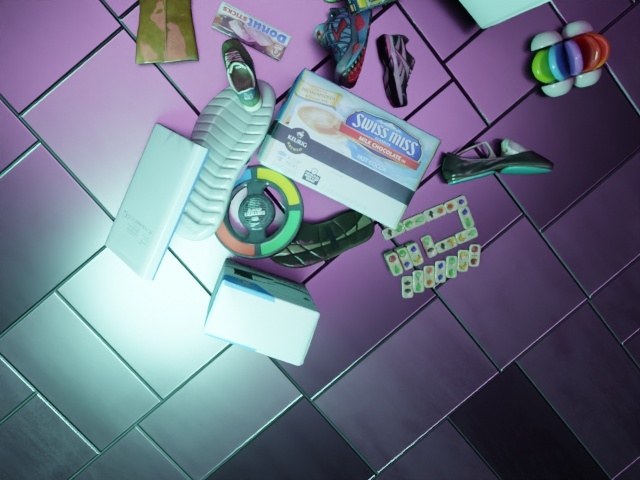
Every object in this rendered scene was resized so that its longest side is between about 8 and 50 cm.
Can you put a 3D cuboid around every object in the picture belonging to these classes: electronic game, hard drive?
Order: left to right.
[{"bbox_3d":[-0.380,-0.094,1.528,0.040,0.210,0.319,18,99,-46],"label":"hard drive"},{"bbox_3d":[-0.153,-0.068,1.592,0.229,0.048,0.229,-1,79,7],"label":"electronic game"}]

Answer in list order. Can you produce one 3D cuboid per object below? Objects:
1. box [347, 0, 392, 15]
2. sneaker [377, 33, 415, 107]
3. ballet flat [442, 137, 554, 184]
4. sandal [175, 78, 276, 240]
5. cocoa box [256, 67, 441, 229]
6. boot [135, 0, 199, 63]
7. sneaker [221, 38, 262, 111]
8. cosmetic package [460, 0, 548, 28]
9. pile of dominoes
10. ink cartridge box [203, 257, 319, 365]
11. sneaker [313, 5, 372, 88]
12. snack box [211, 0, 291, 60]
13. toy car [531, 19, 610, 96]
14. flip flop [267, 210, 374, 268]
[{"bbox_3d":[0.105,-0.647,1.501,0.159,0.044,0.233,-26,103,-23],"label":"box"},{"bbox_3d":[0.196,-0.411,1.604,0.077,0.072,0.178,-15,107,-15],"label":"sneaker"},{"bbox_3d":[0.441,-0.202,1.656,0.280,0.095,0.096,-7,88,-5],"label":"ballet flat"},{"bbox_3d":[-0.234,-0.192,1.571,0.169,0.102,0.416,24,81,14],"label":"sandal"},{"bbox_3d":[0.056,-0.212,1.535,0.347,0.231,0.228,26,96,-10],"label":"cocoa box"},{"bbox_3d":[-0.413,-0.547,1.517,0.264,0.096,0.280,-2,107,-14],"label":"boot"},{"bbox_3d":[-0.183,-0.392,1.515,0.064,0.086,0.192,-21,75,2],"label":"sneaker"},{"bbox_3d":[0.405,-0.736,1.404,0.393,0.327,0.329,44,79,-15],"label":"cosmetic package"},{"bbox_3d":[0.291,0.021,1.699,0.251,0.040,0.196,-24,101,-2],"label":"pile of dominoes"},{"bbox_3d":[-0.139,0.153,1.536,0.223,0.307,0.129,19,95,-9],"label":"ink cartridge box"},{"bbox_3d":[0.042,-0.442,1.518,0.125,0.262,0.104,12,139,-1],"label":"sneaker"},{"bbox_3d":[-0.163,-0.493,1.570,0.178,0.022,0.064,24,94,-10],"label":"snack box"},{"bbox_3d":[0.609,-0.442,1.609,0.182,0.136,0.159,-19,101,-3],"label":"toy car"},{"bbox_3d":[0.000,0.000,1.644,0.277,0.080,0.112,-18,79,-16],"label":"flip flop"}]
